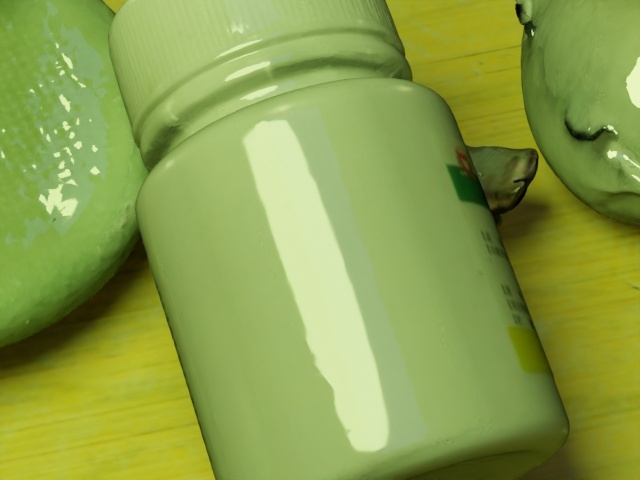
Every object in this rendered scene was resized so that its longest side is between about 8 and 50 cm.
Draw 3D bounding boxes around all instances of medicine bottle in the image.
[{"bbox_3d":[0.000,0.000,1.066,0.208,0.208,0.339,-17,72,-6],"label":"medicine bottle"}]

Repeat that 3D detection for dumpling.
[{"bbox_3d":[0.254,-0.108,1.206,0.227,0.175,0.243,4,67,-28],"label":"dumpling"}]

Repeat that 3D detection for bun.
[{"bbox_3d":[-0.257,-0.053,1.190,0.293,0.187,0.293,3,74,-12],"label":"bun"}]

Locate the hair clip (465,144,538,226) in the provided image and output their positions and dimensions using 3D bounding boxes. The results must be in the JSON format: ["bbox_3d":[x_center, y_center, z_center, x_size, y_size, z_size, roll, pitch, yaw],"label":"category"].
[{"bbox_3d":[0.009,-0.056,1.231,0.300,0.069,0.173,15,57,22],"label":"hair clip"}]
